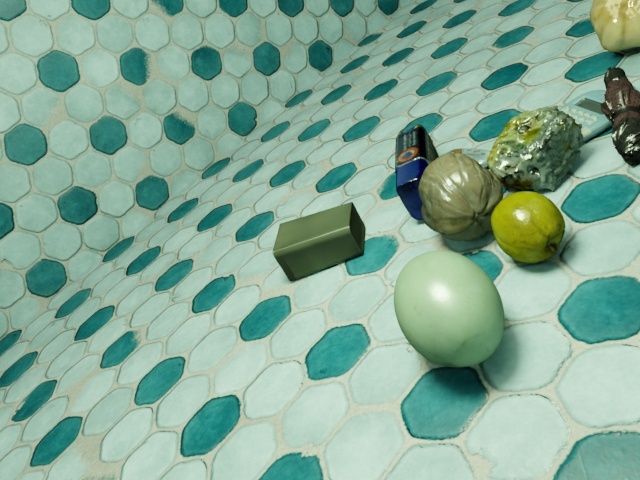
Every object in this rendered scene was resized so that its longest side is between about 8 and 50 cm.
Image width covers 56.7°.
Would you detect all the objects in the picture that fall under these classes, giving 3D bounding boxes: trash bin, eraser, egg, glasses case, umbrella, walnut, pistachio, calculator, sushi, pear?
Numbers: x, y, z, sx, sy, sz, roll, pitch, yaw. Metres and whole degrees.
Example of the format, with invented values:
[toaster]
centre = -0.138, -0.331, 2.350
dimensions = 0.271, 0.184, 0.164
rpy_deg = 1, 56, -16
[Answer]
[trash bin]
centre = 0.000, 0.000, 1.724
dimensions = 0.240, 0.122, 0.164
rpy_deg = -18, 31, 20
[eraser]
centre = 0.286, -0.197, 1.712
dimensions = 0.101, 0.155, 0.332
rpy_deg = -22, 31, 23
[egg]
centre = 0.248, 0.131, 1.166
dimensions = 0.203, 0.203, 0.283
rpy_deg = -31, 29, 2
[glasses case]
centre = 0.429, -0.239, 1.742
dimensions = 0.067, 0.045, 0.178
rpy_deg = -43, 29, -20
[umbrella]
centre = 0.742, -0.314, 1.453
dimensions = 0.094, 0.090, 0.326
rpy_deg = 0, 50, 8
[walnut]
centre = 0.337, -0.105, 1.448
dimensions = 0.224, 0.224, 0.224
rpy_deg = -25, 29, 15
[pistachio]
centre = 0.936, -0.688, 1.752
dimensions = 0.229, 0.238, 0.321
rpy_deg = 37, 63, 22
[calculator]
centre = 0.715, -0.335, 1.610
dimensions = 0.302, 0.042, 0.188
rpy_deg = -31, 27, 3
[sushi]
centre = 0.534, -0.221, 1.492
dimensions = 0.274, 0.139, 0.184
rpy_deg = -54, 29, -11
[pear]
centre = 0.449, -0.028, 1.277
dimensions = 0.148, 0.149, 0.162
rpy_deg = -31, 36, 2
